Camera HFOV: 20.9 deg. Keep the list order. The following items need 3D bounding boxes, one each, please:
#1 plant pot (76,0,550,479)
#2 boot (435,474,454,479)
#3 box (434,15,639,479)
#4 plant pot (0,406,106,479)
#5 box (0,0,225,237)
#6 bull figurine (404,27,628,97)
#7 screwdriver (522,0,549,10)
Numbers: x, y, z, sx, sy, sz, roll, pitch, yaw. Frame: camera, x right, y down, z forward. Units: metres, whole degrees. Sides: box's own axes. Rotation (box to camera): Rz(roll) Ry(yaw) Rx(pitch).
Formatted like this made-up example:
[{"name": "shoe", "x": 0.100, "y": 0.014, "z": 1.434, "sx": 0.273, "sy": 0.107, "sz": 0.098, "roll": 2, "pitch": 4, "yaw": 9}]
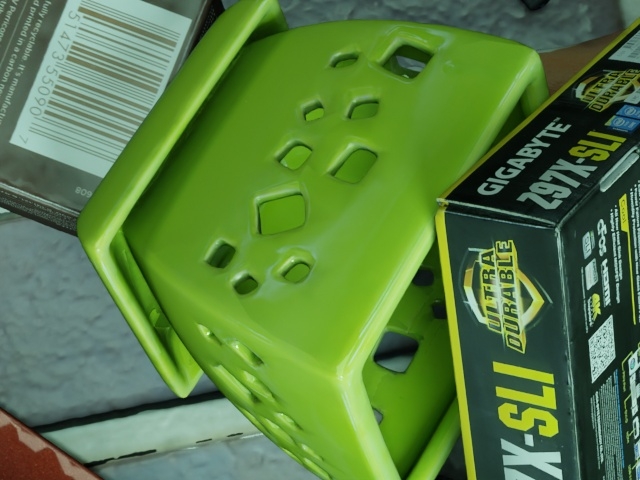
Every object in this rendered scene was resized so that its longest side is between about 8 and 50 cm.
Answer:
[{"name": "plant pot", "x": 0.000, "y": 0.000, "z": 1.023, "sx": 0.207, "sy": 0.228, "sz": 0.227, "roll": 22, "pitch": 67, "yaw": 23}, {"name": "boot", "x": 0.114, "y": 0.302, "z": 1.125, "sx": 0.246, "sy": 0.094, "sz": 0.207, "roll": 41, "pitch": 82, "yaw": 0}, {"name": "box", "x": 0.176, "y": 0.065, "z": 1.008, "sx": 0.079, "sy": 0.257, "sz": 0.322, "roll": 10, "pitch": 125, "yaw": 32}, {"name": "plant pot", "x": -0.224, "y": 0.274, "z": 1.073, "sx": 0.267, "sy": 0.267, "sz": 0.236, "roll": 34, "pitch": 98, "yaw": 6}, {"name": "box", "x": -0.162, "y": -0.096, "z": 1.134, "sx": 0.167, "sy": 0.203, "sz": 0.168, "roll": 20, "pitch": 83, "yaw": 5}, {"name": "bull figurine", "x": 0.191, "y": -0.064, "z": 1.169, "sx": 0.310, "sy": 0.101, "sz": 0.188, "roll": -19, "pitch": 89, "yaw": 6}, {"name": "screwdriver", "x": 0.116, "y": -0.237, "z": 1.235, "sx": 0.025, "sy": 0.024, "sz": 0.170, "roll": -27, "pitch": 78, "yaw": 0}]
